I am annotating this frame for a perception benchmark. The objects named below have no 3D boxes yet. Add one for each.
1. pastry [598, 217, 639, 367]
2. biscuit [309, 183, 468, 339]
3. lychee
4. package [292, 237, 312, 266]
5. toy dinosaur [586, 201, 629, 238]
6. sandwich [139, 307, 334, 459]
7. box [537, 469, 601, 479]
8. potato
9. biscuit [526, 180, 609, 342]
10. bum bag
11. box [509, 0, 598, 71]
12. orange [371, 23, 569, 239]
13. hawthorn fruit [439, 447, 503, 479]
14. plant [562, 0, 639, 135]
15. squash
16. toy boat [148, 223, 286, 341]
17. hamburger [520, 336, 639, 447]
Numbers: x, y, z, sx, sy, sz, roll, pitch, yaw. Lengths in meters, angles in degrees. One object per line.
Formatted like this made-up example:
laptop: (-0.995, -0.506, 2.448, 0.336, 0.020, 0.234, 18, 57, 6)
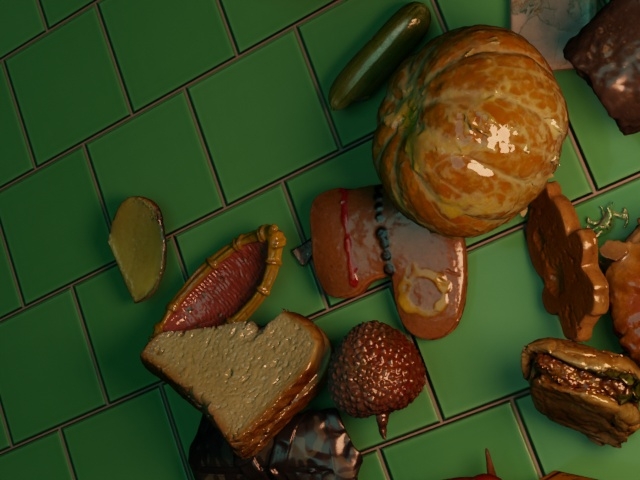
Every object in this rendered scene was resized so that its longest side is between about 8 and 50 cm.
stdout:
pastry: (0.572, 0.085, 1.605, 0.330, 0.136, 0.329, -2, 84, 25)
biscuit: (0.109, 0.034, 1.863, 0.277, 0.052, 0.262, -1, 86, 21)
lychee: (0.092, 0.226, 1.808, 0.165, 0.165, 0.197, -16, 77, 24)
package: (0.000, 0.000, 1.947, 0.110, 0.015, 0.037, -38, 72, 18)
toy dinosaur: (0.447, -0.020, 1.735, 0.062, 0.021, 0.083, 6, 88, 13)
sandwich: (-0.137, 0.207, 1.920, 0.288, 0.099, 0.254, 35, 76, 31)
box: (0.456, 0.412, 1.608, 0.301, 0.193, 0.084, 7, 89, 26)
potato: (-0.332, 0.016, 2.086, 0.119, 0.054, 0.198, -12, 87, 20)
biscuit: (0.372, 0.029, 1.694, 0.184, 0.035, 0.249, 102, 156, -48)
bum bag: (-0.085, 0.364, 1.925, 0.340, 0.095, 0.144, -6, 84, 27)
box: (0.373, -0.412, 1.782, 0.142, 0.044, 0.285, -2, 86, 29)
orange: (0.226, -0.164, 1.704, 0.329, 0.249, 0.329, -46, 32, 41)
hawthorn fruit: (0.218, 0.452, 1.724, 0.210, 0.210, 0.262, 28, 87, 24)
plant: (0.507, -0.296, 1.626, 0.276, 0.199, 0.188, -33, 68, 18)
squash: (0.098, -0.309, 1.891, 0.239, 0.069, 0.069, -46, 70, 16)
toy boat: (-0.170, 0.086, 1.981, 0.318, 0.099, 0.141, -42, 72, 15)
hamburger: (0.396, 0.208, 1.656, 0.183, 0.206, 0.130, 16, 65, 25)
